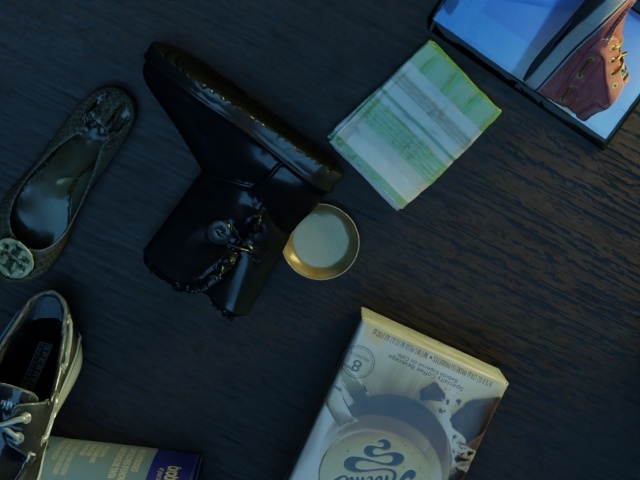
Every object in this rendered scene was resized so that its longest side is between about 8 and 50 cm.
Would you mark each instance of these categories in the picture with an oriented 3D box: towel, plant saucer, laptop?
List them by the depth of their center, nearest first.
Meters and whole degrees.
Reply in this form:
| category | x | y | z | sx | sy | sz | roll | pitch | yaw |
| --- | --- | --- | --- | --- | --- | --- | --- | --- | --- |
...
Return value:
| category | x | y | z | sx | sy | sz | roll | pitch | yaw |
| --- | --- | --- | --- | --- | --- | --- | --- | --- | --- |
| laptop | 0.269 | -0.245 | 1.763 | 0.234 | 0.264 | 0.137 | 34 | 67 | -6 |
| towel | 0.098 | -0.120 | 1.867 | 0.152 | 0.023 | 0.113 | -44 | 100 | 10 |
| plant saucer | 0.000 | 0.000 | 1.903 | 0.083 | 0.015 | 0.083 | 1 | 104 | 4 |

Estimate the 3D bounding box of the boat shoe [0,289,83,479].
| category | x | y | z | sx | sy | sz | roll | pitch | yaw |
| --- | --- | --- | --- | --- | --- | --- | --- | --- | --- |
| boat shoe | -0.317 | 0.184 | 1.825 | 0.108 | 0.301 | 0.102 | 16 | 144 | 8 |

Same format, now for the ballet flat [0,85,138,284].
| category | x | y | z | sx | sy | sz | roll | pitch | yaw |
| --- | --- | --- | --- | --- | --- | --- | --- | --- | --- |
| ballet flat | -0.274 | -0.056 | 1.883 | 0.084 | 0.058 | 0.250 | 36 | 103 | -5 |

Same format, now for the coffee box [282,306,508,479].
| category | x | y | z | sx | sy | sz | roll | pitch | yaw |
| --- | --- | --- | --- | --- | --- | --- | --- | --- | --- |
| coffee box | 0.057 | 0.242 | 1.881 | 0.168 | 0.119 | 0.297 | 24 | 94 | -1 |

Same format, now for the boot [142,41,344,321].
| category | x | y | z | sx | sy | sz | roll | pitch | yaw |
| --- | --- | --- | --- | --- | --- | --- | --- | --- | --- |
| boot | -0.127 | -0.057 | 1.855 | 0.246 | 0.094 | 0.207 | 36 | 103 | -5 |

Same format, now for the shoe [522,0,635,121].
| category | x | y | z | sx | sy | sz | roll | pitch | yaw |
| --- | --- | --- | --- | --- | --- | --- | --- | --- | --- |
| shoe | 0.278 | -0.189 | 1.756 | 0.081 | 0.063 | 0.178 | 34 | 137 | -7 |

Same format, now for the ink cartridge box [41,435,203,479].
| category | x | y | z | sx | sy | sz | roll | pitch | yaw |
| --- | --- | --- | --- | --- | --- | --- | --- | --- | --- |
| ink cartridge box | -0.276 | 0.357 | 1.943 | 0.395 | 0.151 | 0.270 | 6 | 104 | 0 |
